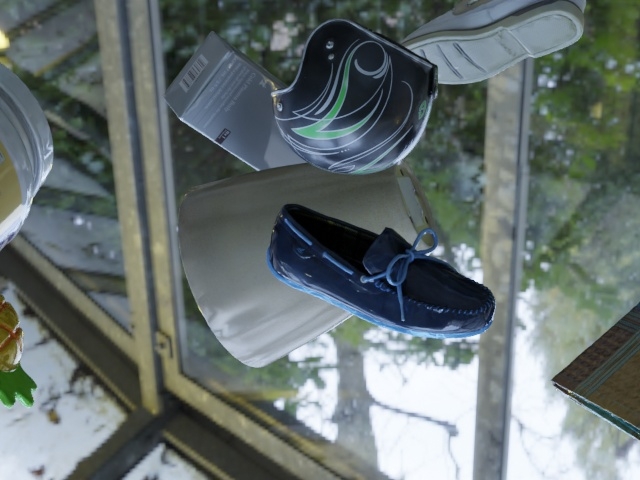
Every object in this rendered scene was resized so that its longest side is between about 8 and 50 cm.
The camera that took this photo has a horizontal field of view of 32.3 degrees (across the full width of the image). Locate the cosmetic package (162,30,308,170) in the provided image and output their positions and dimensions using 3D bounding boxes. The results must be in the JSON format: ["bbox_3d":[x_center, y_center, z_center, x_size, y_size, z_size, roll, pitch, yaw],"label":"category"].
[{"bbox_3d":[-0.095,-0.182,1.607,0.238,0.127,0.107,31,-169,-34],"label":"cosmetic package"}]

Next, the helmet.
[{"bbox_3d":[0.035,-0.151,1.218,0.169,0.161,0.169,27,-168,-6],"label":"helmet"}]

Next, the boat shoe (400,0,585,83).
[{"bbox_3d":[0.252,-0.318,1.642,0.302,0.113,0.103,-9,-126,34],"label":"boat shoe"}]

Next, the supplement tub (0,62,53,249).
[{"bbox_3d":[-0.446,-0.040,1.123,0.241,0.241,0.331,9,-143,19],"label":"supplement tub"}]

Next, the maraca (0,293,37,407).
[{"bbox_3d":[-0.402,0.123,1.317,0.185,0.099,0.127,54,-167,17],"label":"maraca"}]

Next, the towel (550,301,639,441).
[{"bbox_3d":[0.504,0.171,1.470,0.271,0.040,0.370,-38,-159,-10],"label":"towel"}]

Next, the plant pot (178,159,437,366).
[{"bbox_3d":[0.000,0.000,1.425,0.274,0.256,0.256,-22,-160,20],"label":"plant pot"}]

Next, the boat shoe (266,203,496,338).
[{"bbox_3d":[0.059,0.031,1.162,0.258,0.089,0.109,14,-148,14],"label":"boat shoe"}]
